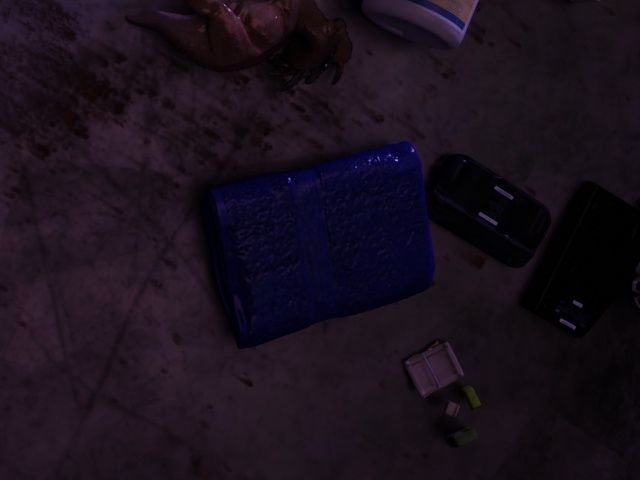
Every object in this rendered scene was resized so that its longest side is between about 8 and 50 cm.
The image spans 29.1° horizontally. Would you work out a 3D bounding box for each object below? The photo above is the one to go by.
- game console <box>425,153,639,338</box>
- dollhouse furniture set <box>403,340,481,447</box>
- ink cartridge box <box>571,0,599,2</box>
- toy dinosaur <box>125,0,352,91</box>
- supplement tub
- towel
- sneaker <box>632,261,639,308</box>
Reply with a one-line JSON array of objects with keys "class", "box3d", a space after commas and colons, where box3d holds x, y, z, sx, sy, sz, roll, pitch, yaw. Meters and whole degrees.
[{"class": "game console", "box3d": [0.313, -0.017, 1.808, 0.361, 0.044, 0.213, 30, 85, -22]}, {"class": "dollhouse furniture set", "box3d": [0.182, 0.225, 1.803, 0.076, 0.058, 0.152, -26, 87, -8]}, {"class": "ink cartridge box", "box3d": [0.373, -0.452, 1.752, 0.115, 0.067, 0.198, 22, 89, -22]}, {"class": "toy dinosaur", "box3d": [-0.089, -0.267, 1.580, 0.295, 0.127, 0.200, -16, 110, -12]}, {"class": "supplement tub", "box3d": [0.154, -0.370, 1.640, 0.144, 0.144, 0.200, 23, 89, -22]}, {"class": "towel", "box3d": [0.000, 0.000, 1.679, 0.308, 0.076, 0.228, -15, 110, -19]}, {"class": "sneaker", "box3d": [0.556, -0.010, 1.879, 0.118, 0.110, 0.292, 34, 73, -54]}]
